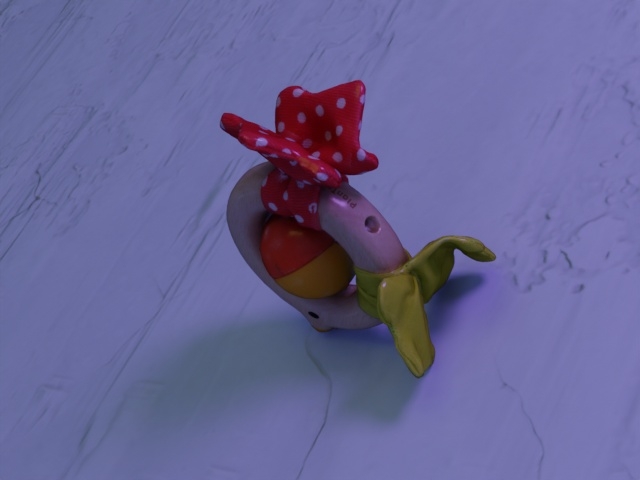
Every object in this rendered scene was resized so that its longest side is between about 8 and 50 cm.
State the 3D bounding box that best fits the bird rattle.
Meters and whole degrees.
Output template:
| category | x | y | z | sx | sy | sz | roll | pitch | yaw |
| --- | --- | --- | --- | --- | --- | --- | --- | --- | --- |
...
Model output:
| category | x | y | z | sx | sy | sz | roll | pitch | yaw |
| --- | --- | --- | --- | --- | --- | --- | --- | --- | --- |
| bird rattle | 0.000 | 0.000 | 1.123 | 0.207 | 0.253 | 0.143 | -24 | 32 | 53 |
